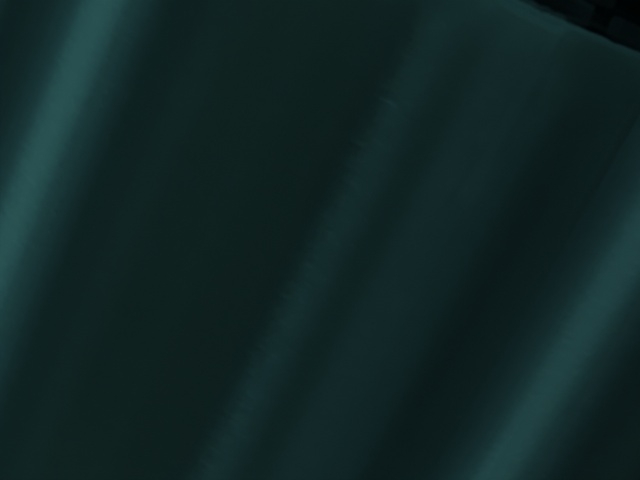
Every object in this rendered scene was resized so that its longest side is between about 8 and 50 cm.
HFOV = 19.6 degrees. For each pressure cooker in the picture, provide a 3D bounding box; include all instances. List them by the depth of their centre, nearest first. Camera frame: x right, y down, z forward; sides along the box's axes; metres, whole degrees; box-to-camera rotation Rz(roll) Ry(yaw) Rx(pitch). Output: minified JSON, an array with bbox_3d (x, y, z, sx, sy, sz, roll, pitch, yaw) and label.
[{"bbox_3d":[0.005,0.003,0.636,0.370,0.420,0.375,-10,45,-48],"label":"pressure cooker"}]
